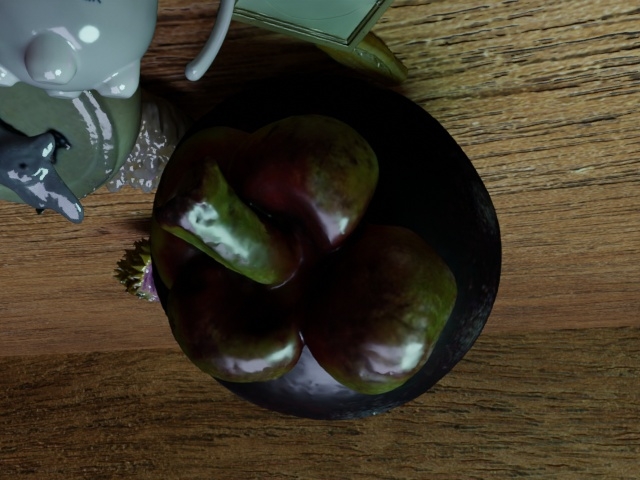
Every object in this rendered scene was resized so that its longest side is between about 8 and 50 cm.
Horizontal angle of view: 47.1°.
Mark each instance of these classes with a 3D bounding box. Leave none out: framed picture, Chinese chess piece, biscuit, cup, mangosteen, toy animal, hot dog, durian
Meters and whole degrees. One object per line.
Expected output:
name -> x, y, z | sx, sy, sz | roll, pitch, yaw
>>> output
framed picture -> 0.017, -0.231, 0.589 | 0.136, 0.010, 0.201 | 8, 151, -28
Chinese chess piece -> -0.278, -0.132, 0.682 | 0.238, 0.092, 0.238 | 2, 138, 2
biscuit -> -0.259, -0.127, 0.843 | 0.281, 0.084, 0.179 | 3, 158, -20
cup -> -0.164, -0.174, 0.523 | 0.173, 0.142, 0.134 | 1, -176, -44
mangosteen -> 0.000, 0.000, 0.754 | 0.382, 0.382, 0.435 | -2, 172, 3
toy animal -> -0.345, -0.147, 0.547 | 0.367, 0.081, 0.206 | 20, 130, 10
hot dog -> 0.046, -0.189, 0.742 | 0.044, 0.028, 0.137 | -16, 159, 39
durian -> -0.227, 0.037, 1.295 | 0.260, 0.154, 0.186 | 8, -176, -43
